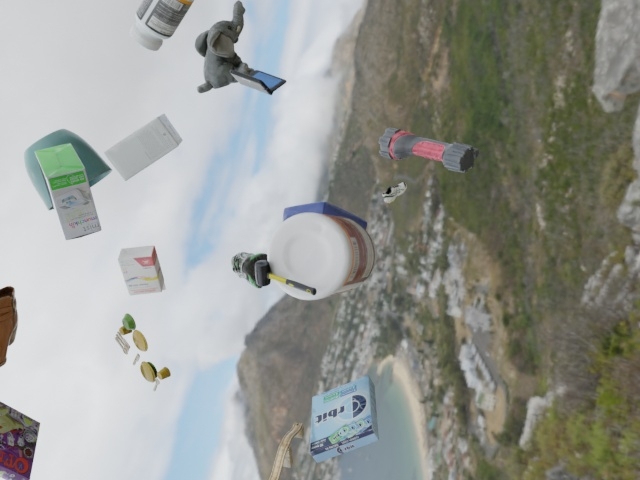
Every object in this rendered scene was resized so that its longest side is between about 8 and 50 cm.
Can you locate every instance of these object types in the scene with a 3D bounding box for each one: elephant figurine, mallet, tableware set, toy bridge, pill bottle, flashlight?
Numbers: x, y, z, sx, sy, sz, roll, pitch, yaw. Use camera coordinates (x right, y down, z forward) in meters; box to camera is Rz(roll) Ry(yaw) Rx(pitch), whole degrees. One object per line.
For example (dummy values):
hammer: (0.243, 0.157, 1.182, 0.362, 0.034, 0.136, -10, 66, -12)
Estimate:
elephant figurine: (-0.317, -0.619, 1.952, 0.186, 0.169, 0.239, -53, -49, -60)
mallet: (-0.088, 0.091, 1.490, 0.039, 0.190, 0.062, -30, -61, -44)
tableware set: (-0.357, 0.223, 1.236, 0.024, 0.154, 0.104, -27, -22, -44)
toy bridge: (-0.076, 0.467, 1.334, 0.188, 0.026, 0.063, -58, -30, -56)
pill bottle: (-0.626, -0.898, 2.408, 0.278, 0.162, 0.162, -46, 14, 28)
flashlight: (0.318, -0.270, 1.859, 0.103, 0.304, 0.103, 12, -81, -46)
pill bottle: (0.025, 0.040, 1.700, 0.392, 0.224, 0.224, 2, -77, -73)

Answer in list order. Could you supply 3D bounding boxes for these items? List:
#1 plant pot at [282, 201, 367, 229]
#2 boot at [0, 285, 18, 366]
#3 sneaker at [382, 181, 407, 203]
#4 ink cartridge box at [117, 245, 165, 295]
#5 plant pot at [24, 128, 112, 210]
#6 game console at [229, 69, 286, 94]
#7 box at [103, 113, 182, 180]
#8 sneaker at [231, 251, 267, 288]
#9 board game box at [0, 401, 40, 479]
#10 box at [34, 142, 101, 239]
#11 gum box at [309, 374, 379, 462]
plant pot: (0.000, 0.000, 2.255, 0.236, 0.236, 0.212, -5, 68, 49)
boot: (-0.787, 0.211, 1.479, 0.197, 0.073, 0.152, -115, 35, -65)
sneaker: (0.205, -0.139, 1.690, 0.083, 0.037, 0.032, -43, 30, -20)
ink cartridge box: (-0.602, 0.118, 2.077, 0.067, 0.115, 0.198, -98, 2, -53)
plant pot: (-1.015, -0.295, 2.412, 0.293, 0.235, 0.293, -32, 12, 7)
game console: (-0.178, -0.469, 1.749, 0.071, 0.122, 0.107, -62, -26, -5)
box: (-0.465, -0.249, 1.619, 0.170, 0.091, 0.130, -33, 18, 2)
sneaker: (-0.281, 0.110, 2.364, 0.343, 0.146, 0.134, 133, 146, -85)
board game box: (-0.954, 0.528, 1.719, 0.347, 0.056, 0.208, 48, -163, -36)
box: (-0.836, -0.167, 2.036, 0.262, 0.127, 0.231, 42, 143, 49)
gum box: (0.055, 0.416, 1.439, 0.041, 0.157, 0.184, 60, -166, -23)
